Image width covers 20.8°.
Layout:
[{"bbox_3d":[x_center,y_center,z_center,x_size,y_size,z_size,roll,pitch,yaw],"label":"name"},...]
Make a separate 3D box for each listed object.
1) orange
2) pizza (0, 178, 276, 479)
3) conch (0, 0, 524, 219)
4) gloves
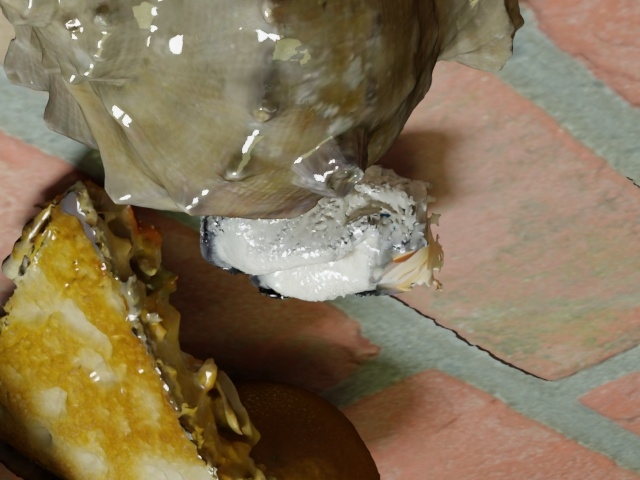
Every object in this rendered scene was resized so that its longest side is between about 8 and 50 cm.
[{"bbox_3d":[-0.049,0.200,1.305,0.206,0.206,0.206,-6,147,-4],"label":"orange"},{"bbox_3d":[-0.163,0.084,1.167,0.251,0.074,0.287,-4,117,36],"label":"pizza"},{"bbox_3d":[-0.040,-0.095,0.886,0.324,0.186,0.263,19,156,-34],"label":"conch"},{"bbox_3d":[0.000,-0.004,1.114,0.153,0.070,0.114,-5,155,7],"label":"gloves"}]
